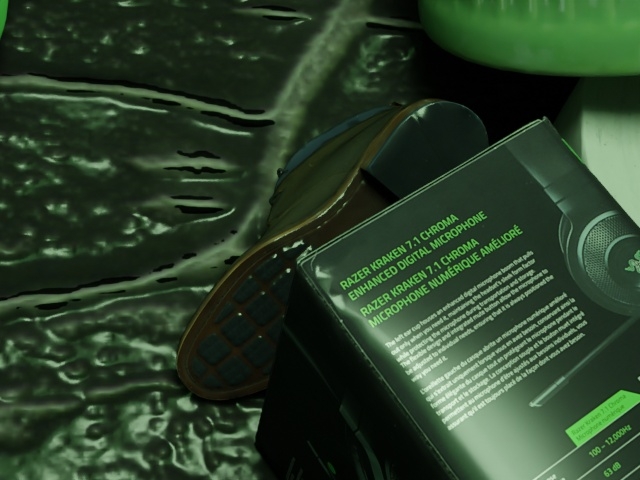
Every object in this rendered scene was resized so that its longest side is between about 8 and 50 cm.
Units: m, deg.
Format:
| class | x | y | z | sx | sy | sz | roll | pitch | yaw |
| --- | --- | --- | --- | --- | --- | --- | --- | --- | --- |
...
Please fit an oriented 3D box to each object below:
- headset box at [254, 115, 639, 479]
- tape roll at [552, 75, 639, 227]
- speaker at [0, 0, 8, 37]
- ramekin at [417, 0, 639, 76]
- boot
| class | x | y | z | sx | sy | sz | roll | pitch | yaw |
| --- | --- | --- | --- | --- | --- | --- | --- | --- | --- |
| headset box | 0.094 | 0.122 | 0.495 | 0.131 | 0.246 | 0.283 | -31 | 71 | -20 |
| tape roll | 0.281 | -0.027 | 0.677 | 0.286 | 0.100 | 0.286 | 3 | 63 | -6 |
| speaker | -0.257 | -0.195 | 0.668 | 0.131 | 0.131 | 0.297 | 0 | 64 | -9 |
| ramekin | 0.196 | -0.228 | 0.651 | 0.303 | 0.148 | 0.303 | -11 | 30 | 6 |
| boot | 0.000 | 0.000 | 0.647 | 0.219 | 0.106 | 0.082 | -42 | 108 | 1 |
